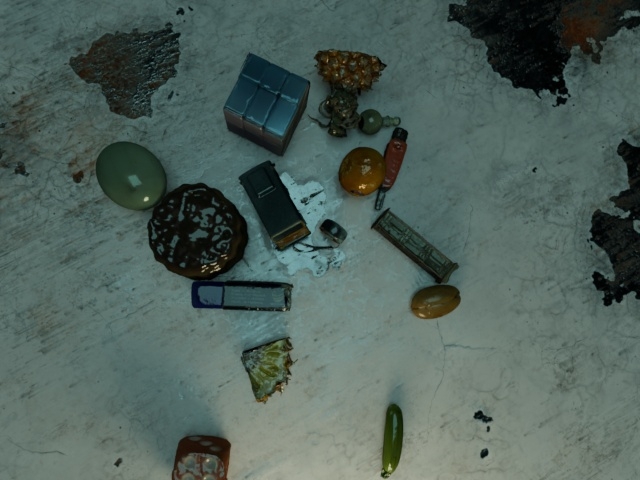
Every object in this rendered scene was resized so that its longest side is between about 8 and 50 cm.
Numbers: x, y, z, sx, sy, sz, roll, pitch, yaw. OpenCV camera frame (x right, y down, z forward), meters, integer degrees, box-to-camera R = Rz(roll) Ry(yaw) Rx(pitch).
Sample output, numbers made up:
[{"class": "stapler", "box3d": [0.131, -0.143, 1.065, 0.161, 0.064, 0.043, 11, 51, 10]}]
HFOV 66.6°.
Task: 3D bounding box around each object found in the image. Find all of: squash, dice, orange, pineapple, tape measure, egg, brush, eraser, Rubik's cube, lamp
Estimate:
[{"class": "squash", "box3d": [0.248, 0.690, 1.665, 0.066, 0.066, 0.251, 6, 85, -4]}, {"class": "dice", "box3d": [-0.383, 0.736, 1.555, 0.174, 0.179, 0.174, 8, 86, -4]}, {"class": "orange", "box3d": [0.147, -0.239, 1.702, 0.155, 0.177, 0.177, 18, 83, -16]}, {"class": "pineapple", "box3d": [0.080, -0.504, 1.718, 0.263, 0.262, 0.271, 10, 95, -3]}, {"class": "tape measure", "box3d": [0.002, 0.004, 1.699, 0.180, 0.107, 0.104, -37, 90, -7]}, {"class": "pineapple", "box3d": [-0.184, 0.425, 1.649, 0.186, 0.114, 0.236, 22, 73, -2]}, {"class": "egg", "box3d": [-0.626, -0.214, 1.611, 0.203, 0.203, 0.282, -41, 63, -7]}, {"class": "brush", "box3d": [0.255, -0.261, 1.773, 0.070, 0.051, 0.323, 17, 83, -5]}, {"class": "eraser", "box3d": [-0.257, 0.185, 1.633, 0.332, 0.155, 0.101, 1, 85, -4]}, {"class": "Rubik's cube", "box3d": [-0.184, -0.458, 1.674, 0.225, 0.221, 0.231, 25, 83, -2]}, {"class": "lamp", "box3d": [0.333, 0.021, 1.731, 0.325, 0.089, 0.090, 39, 82, 1]}, {"class": "lamp", "box3d": [0.220, -0.433, 1.780, 0.163, 0.091, 0.090, -6, 84, -22]}]

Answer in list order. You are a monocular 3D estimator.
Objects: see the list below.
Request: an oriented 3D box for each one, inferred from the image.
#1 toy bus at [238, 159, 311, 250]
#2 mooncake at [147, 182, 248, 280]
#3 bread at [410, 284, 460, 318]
[{"class": "toy bus", "box3d": [-0.158, -0.123, 1.655, 0.139, 0.167, 0.275, -29, 75, 1]}, {"class": "mooncake", "box3d": [-0.408, -0.024, 1.630, 0.324, 0.187, 0.323, 0, 82, -3]}, {"class": "bread", "box3d": [0.413, 0.215, 1.726, 0.190, 0.077, 0.114, -17, 81, -3]}]
